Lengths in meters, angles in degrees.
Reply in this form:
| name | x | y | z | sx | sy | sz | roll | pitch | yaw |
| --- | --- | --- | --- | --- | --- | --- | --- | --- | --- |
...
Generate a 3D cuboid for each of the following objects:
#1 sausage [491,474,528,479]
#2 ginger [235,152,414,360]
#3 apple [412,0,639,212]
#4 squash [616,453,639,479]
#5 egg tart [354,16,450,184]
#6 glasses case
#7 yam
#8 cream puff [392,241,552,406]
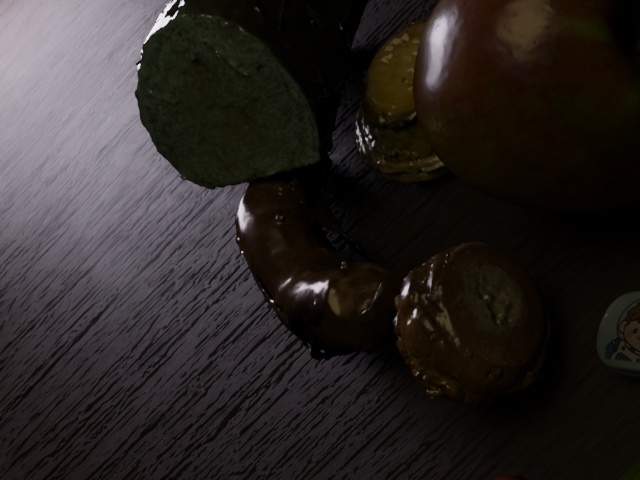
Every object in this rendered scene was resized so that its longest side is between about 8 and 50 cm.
| name | x | y | z | sx | sy | sz | roll | pitch | yaw |
| --- | --- | --- | --- | --- | --- | --- | --- | --- | --- |
| sausage | 0.153 | 0.221 | 1.149 | 0.054 | 0.059 | 0.094 | -26 | 23 | -9 |
| ginger | -0.005 | 0.014 | 1.391 | 0.133 | 0.107 | 0.309 | -59 | 37 | 16 |
| apple | 0.197 | -0.142 | 1.209 | 0.226 | 0.246 | 0.246 | -12 | 56 | 56 |
| squash | 0.219 | 0.229 | 1.087 | 0.239 | 0.069 | 0.069 | -50 | 43 | 5 |
| egg tart | 0.102 | -0.148 | 1.419 | 0.191 | 0.074 | 0.191 | -23 | 50 | 29 |
| glasses case | 0.294 | 0.079 | 1.128 | 0.178 | 0.045 | 0.067 | 6 | 69 | 44 |
| yam | -0.059 | -0.205 | 1.473 | 0.202 | 0.201 | 0.271 | -13 | 26 | 31 |
| cream puff | 0.123 | 0.072 | 1.233 | 0.103 | 0.126 | 0.144 | 132 | 138 | -55 |
